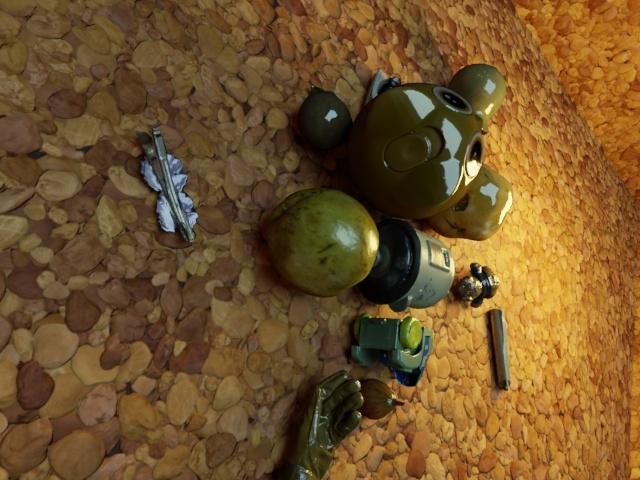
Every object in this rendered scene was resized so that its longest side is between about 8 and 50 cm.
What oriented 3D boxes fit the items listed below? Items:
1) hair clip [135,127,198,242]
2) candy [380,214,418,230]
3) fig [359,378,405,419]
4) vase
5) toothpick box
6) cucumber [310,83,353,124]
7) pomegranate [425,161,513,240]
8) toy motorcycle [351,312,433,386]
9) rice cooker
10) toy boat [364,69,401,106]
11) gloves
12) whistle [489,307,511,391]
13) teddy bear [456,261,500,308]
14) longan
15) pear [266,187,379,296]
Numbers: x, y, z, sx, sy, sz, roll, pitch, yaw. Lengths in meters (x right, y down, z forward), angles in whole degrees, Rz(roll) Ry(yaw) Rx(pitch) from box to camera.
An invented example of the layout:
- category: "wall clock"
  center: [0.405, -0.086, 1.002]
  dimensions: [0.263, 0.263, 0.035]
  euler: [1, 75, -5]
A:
- category: "hair clip"
  center: [-0.366, -0.131, 1.072]
  dimensions: [0.106, 0.084, 0.293]
  euler: [-25, 99, -45]
- category: "candy"
  center: [0.326, -0.004, 1.579]
  dimensions: [0.292, 0.086, 0.059]
  euler: [41, 64, -22]
- category: "fig"
  center: [0.172, 0.482, 1.300]
  dimensions: [0.118, 0.153, 0.119]
  euler: [-8, 109, -24]
- category: "vase"
  center: [0.683, -0.576, 1.949]
  dimensions: [0.329, 0.240, 0.303]
  euler: [31, 71, -58]
- category: "toothpick box"
  center: [0.282, -0.265, 1.327]
  dimensions: [0.425, 0.408, 0.410]
  euler: [-36, 104, -75]
- category: "cucumber"
  center: [0.042, -0.430, 1.480]
  dimensions: [0.227, 0.069, 0.069]
  euler: [47, 54, -14]
- category: "pomegranate"
  center: [0.538, -0.154, 1.630]
  dimensions: [0.332, 0.332, 0.333]
  euler: [11, 72, -36]
- category: "toy motorcycle"
  center: [0.254, 0.347, 1.381]
  dimensions: [0.326, 0.191, 0.200]
  euler: [29, 65, -45]
- category: "rice cooker"
  center: [0.256, 0.078, 1.390]
  dimensions: [0.316, 0.264, 0.317]
  euler: [17, 63, -38]
- category: "toy boat"
  center: [0.239, -0.507, 1.615]
  dimensions: [0.140, 0.140, 0.270]
  euler: [33, 46, -27]
- category: "gloves"
  center: [-0.001, 0.498, 1.153]
  dimensions: [0.154, 0.141, 0.331]
  euler: [27, 70, -1]
- category: "whistle"
  center: [0.735, 0.443, 1.799]
  dimensions: [0.068, 0.057, 0.327]
  euler: [52, 36, -74]
- category: "teddy bear"
  center: [0.641, 0.170, 1.752]
  dimensions: [0.251, 0.129, 0.182]
  euler: [-11, 83, -40]
- category: "longan"
  center: [0.017, -0.382, 1.384]
  dimensions: [0.184, 0.159, 0.205]
  euler: [27, 61, -39]
- category: "pear"
  center: [0.000, 0.000, 1.198]
  dimensions: [0.303, 0.303, 0.305]
  euler: [11, 72, -36]
